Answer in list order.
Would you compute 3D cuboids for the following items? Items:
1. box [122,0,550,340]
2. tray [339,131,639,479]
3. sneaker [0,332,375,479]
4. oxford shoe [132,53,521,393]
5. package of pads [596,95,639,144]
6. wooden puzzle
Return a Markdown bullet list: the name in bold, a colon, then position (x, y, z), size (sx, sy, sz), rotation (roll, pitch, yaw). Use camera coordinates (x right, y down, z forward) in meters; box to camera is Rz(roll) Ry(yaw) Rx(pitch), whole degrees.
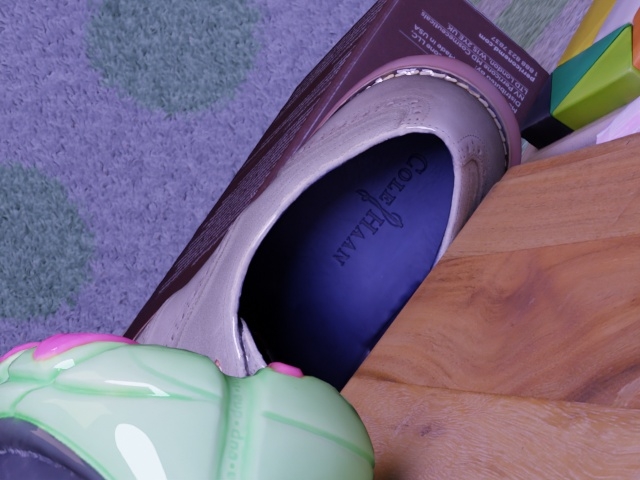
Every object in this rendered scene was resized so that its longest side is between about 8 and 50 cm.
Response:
- **box**: position (0.000, 0.000, 1.184), size (0.191, 0.143, 0.381), rotation (-41, 11, 49)
- **tray**: position (0.099, 0.051, 0.622), size (0.203, 0.076, 0.411), rotation (-53, 9, -10)
- **sneaker**: position (-0.118, 0.206, 0.708), size (0.483, 0.185, 0.202), rotation (117, 164, -58)
- **oxford shoe**: position (-0.042, 0.076, 0.906), size (0.397, 0.140, 0.146), rotation (-59, -3, 14)
- **package of pads**: position (0.168, -0.053, 0.775), size (0.083, 0.050, 0.032), rotation (-43, 11, 42)
- **wooden puzzle**: position (0.194, -0.134, 1.019), size (0.239, 0.044, 0.221), rotation (-54, 8, -18)
